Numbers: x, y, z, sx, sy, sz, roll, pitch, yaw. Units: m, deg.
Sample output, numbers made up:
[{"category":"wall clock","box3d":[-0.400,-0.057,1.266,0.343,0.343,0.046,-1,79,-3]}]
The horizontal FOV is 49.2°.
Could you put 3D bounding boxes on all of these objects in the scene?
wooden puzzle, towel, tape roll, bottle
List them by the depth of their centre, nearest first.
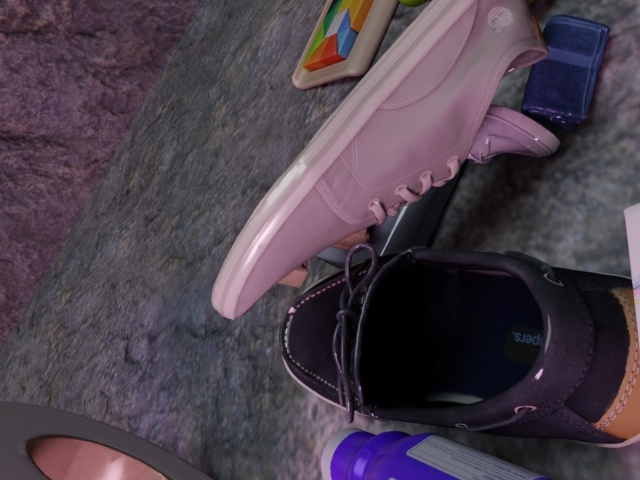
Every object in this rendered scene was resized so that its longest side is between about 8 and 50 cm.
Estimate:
[{"category":"bottle","box3d":[0.100,0.225,0.587,0.092,0.118,0.282,-25,13,-28]},{"category":"towel","box3d":[0.254,-0.177,0.726,0.029,0.067,0.120,70,-141,-74]},{"category":"tape roll","box3d":[-0.257,0.303,0.814,0.392,0.392,0.072,18,82,61]},{"category":"wooden puzzle","box3d":[0.043,-0.386,1.260,0.238,0.044,0.221,13,77,60]}]

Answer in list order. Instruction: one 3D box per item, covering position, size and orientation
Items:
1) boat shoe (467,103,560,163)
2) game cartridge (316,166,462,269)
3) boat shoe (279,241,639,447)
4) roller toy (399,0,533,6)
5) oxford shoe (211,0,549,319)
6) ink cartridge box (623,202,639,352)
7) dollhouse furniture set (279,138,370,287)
[{"category":"boat shoe","box3d":[0.173,-0.117,0.771,0.184,0.066,0.063,30,90,38]},{"category":"game cartridge","box3d":[0.057,-0.056,0.956,0.198,0.062,0.297,-61,29,-6]},{"category":"boat shoe","box3d":[0.083,0.088,0.674,0.500,0.156,0.187,-4,72,57]},{"category":"roller toy","box3d":[0.206,-0.382,0.890,0.209,0.146,0.191,21,93,55]},{"category":"oxford shoe","box3d":[0.060,-0.080,0.697,0.449,0.130,0.169,-48,1,2]},{"category":"ink cartridge box","box3d":[0.269,0.039,0.469,0.067,0.115,0.198,-28,43,46]},{"category":"dollhouse furniture set","box3d":[0.000,0.000,0.891,0.161,0.101,0.182,117,164,-59]}]
